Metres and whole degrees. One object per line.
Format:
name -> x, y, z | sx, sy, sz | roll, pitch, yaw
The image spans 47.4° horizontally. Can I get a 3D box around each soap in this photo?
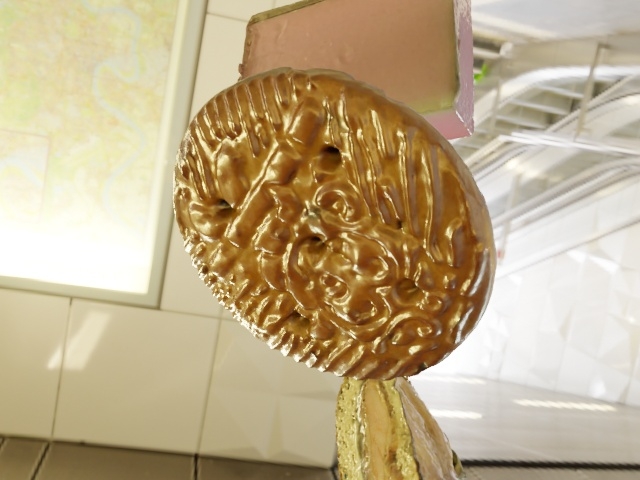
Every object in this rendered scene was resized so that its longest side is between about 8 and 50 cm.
soap -> 0.038, -0.185, 0.797 | 0.259, 0.181, 0.081 | -8, 160, 26

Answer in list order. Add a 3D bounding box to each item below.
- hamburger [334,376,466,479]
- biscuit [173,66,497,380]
hamburger -> 0.072, 0.195, 0.644 | 0.102, 0.087, 0.176 | 39, -159, -35
biscuit -> -0.001, 0.001, 0.388 | 0.187, 0.188, 0.027 | 14, -143, 21
